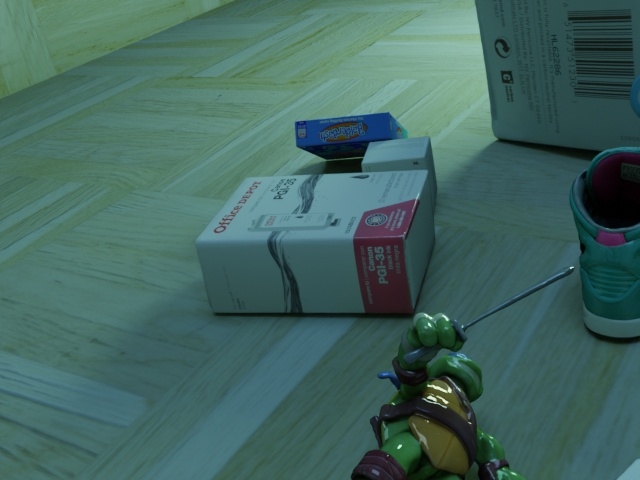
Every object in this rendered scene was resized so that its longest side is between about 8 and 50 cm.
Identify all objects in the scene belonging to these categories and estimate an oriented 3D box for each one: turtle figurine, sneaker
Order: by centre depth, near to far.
[{"bbox_3d":[0.125,0.164,0.628,0.274,0.198,0.266,3,34,31],"label":"turtle figurine"},{"bbox_3d":[0.373,-0.035,0.936,0.123,0.178,0.295,5,31,28],"label":"sneaker"}]

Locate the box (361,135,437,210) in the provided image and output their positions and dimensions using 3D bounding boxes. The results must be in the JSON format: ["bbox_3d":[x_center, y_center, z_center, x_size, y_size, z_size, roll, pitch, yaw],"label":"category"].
[{"bbox_3d":[0.126,-0.098,1.231,0.102,0.101,0.087,-5,28,15],"label":"box"}]

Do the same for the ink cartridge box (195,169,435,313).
[{"bbox_3d":[0.000,0.000,1.070,0.283,0.117,0.207,-1,29,18],"label":"ink cartridge box"}]

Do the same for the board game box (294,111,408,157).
[{"bbox_3d":[0.060,-0.178,1.368,0.160,0.047,0.210,-4,-1,15],"label":"board game box"}]

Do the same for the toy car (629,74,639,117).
[{"bbox_3d":[0.594,-0.195,1.047,0.219,0.210,0.238,-13,-12,-25],"label":"toy car"}]

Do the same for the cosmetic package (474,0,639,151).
[{"bbox_3d":[0.524,-0.373,1.349,0.393,0.329,0.327,-28,26,-31],"label":"cosmetic package"}]

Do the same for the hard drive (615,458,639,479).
[{"bbox_3d":[0.202,0.290,0.490,0.307,0.040,0.203,-28,43,-31],"label":"hard drive"}]
